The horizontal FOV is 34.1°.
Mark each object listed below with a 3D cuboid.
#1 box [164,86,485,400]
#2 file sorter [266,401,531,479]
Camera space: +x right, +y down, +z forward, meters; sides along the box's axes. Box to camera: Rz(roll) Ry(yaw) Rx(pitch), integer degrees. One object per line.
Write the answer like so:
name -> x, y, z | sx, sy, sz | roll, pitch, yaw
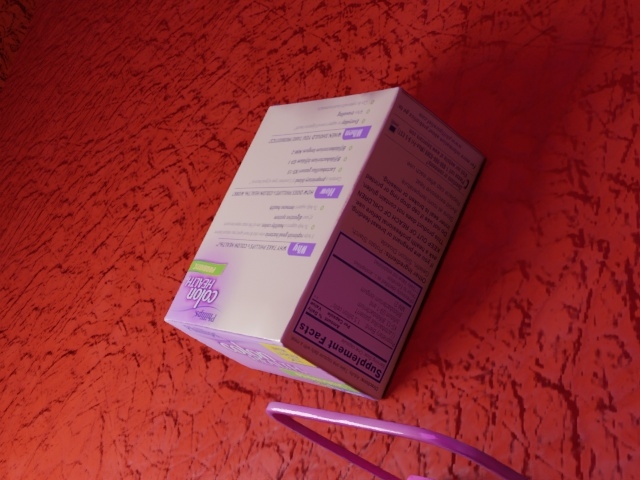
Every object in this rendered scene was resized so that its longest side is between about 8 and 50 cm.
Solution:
box -> 0.000, 0.000, 0.954 | 0.213, 0.117, 0.243 | 2, 63, 56
file sorter -> 0.021, 0.262, 0.610 | 0.202, 0.182, 0.291 | -3, 59, 54
